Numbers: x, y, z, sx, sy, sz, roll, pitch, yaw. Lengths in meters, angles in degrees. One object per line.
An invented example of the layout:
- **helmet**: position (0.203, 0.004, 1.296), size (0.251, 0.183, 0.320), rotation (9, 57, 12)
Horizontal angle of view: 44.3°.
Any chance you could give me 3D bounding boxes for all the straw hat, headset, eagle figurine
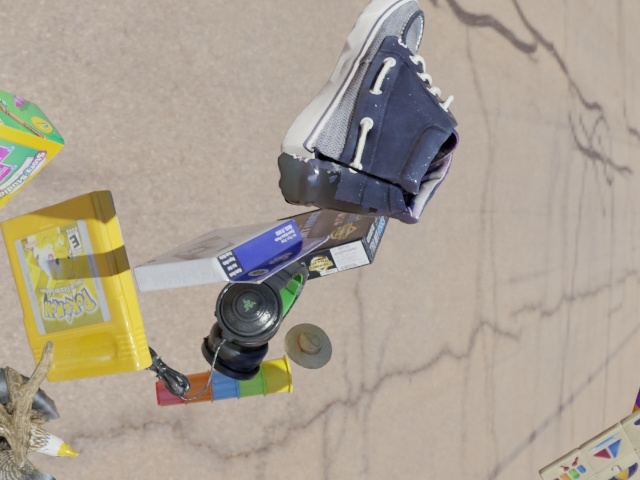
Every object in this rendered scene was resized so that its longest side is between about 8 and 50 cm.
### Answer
- **straw hat**: position (-0.028, 0.283, 2.194), size (0.061, 0.144, 0.145), rotation (110, 2, -58)
- **headset**: position (-0.177, 0.163, 1.551), size (0.394, 0.185, 0.243), rotation (-44, 164, -44)
- **eagle figurine**: position (-0.505, 0.320, 1.287), size (0.226, 0.298, 0.225), rotation (-37, 88, -33)

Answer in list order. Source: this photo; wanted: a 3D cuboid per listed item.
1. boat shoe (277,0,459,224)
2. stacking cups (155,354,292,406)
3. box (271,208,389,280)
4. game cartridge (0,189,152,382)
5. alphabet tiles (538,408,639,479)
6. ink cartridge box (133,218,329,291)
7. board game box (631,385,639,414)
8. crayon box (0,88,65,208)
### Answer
- **boat shoe**: position (0.092, -0.152, 0.880), size (0.127, 0.158, 0.341), rotation (82, 30, -52)
- **stacking cups**: position (-0.227, 0.339, 1.852), size (0.096, 0.316, 0.096), rotation (173, -90, -77)
- **box**: position (0.000, 0.000, 1.839), size (0.295, 0.293, 0.073), rotation (-62, 135, -62)
- **game cartridge**: position (-0.455, 0.093, 1.441), size (0.052, 0.285, 0.324), rotation (-13, 89, -56)
- **alphabet tiles**: position (0.416, 0.344, 1.027), size (0.342, 0.285, 0.011), rotation (53, 6, -34)
- **ink cartridge box**: position (-0.133, 0.018, 1.206), size (0.223, 0.223, 0.045), rotation (-32, 112, -58)
- **board game box**: position (0.767, 0.468, 1.432), size (0.356, 0.356, 0.356), rotation (17, 90, -50)
- **crayon box**: position (-0.476, -0.070, 0.981), size (0.081, 0.278, 0.165), rotation (49, 7, 11)
